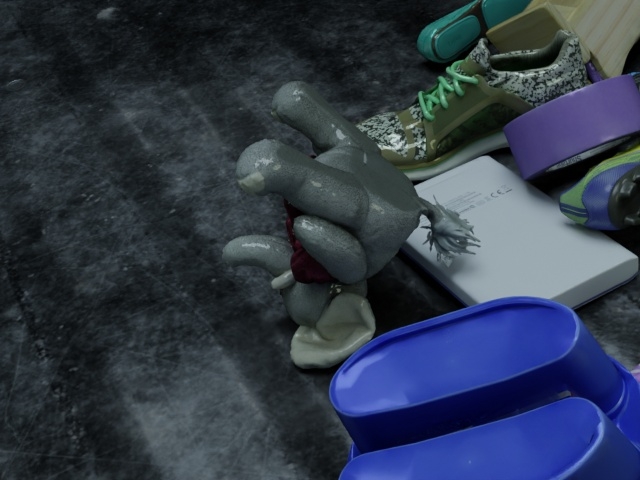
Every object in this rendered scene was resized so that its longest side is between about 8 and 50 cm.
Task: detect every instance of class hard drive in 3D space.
[{"bbox_3d":[0.238,-0.001,1.512,0.210,0.040,0.318,-24,38,-19],"label":"hard drive"}]

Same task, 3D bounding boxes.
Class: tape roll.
[{"bbox_3d":[0.353,-0.153,1.542,0.189,0.080,0.189,-22,-5,-2],"label":"tape roll"}]

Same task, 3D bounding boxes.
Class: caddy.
[{"bbox_3d":[0.170,0.210,1.164,0.341,0.179,0.241,-18,51,17],"label":"caddy"}]

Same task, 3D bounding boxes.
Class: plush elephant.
[{"bbox_3d":[0.000,0.000,1.436,0.330,0.255,0.272,31,29,-15],"label":"plush elephant"}]

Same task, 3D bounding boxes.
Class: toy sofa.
[{"bbox_3d":[0.451,-0.401,1.849,0.362,0.177,0.150,-52,19,-27],"label":"toy sofa"}]

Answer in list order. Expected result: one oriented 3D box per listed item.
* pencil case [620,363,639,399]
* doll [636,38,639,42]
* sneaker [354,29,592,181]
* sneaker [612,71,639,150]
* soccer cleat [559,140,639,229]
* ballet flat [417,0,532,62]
[{"bbox_3d":[0.406,0.145,1.245,0.206,0.088,0.086,-35,43,-24],"label":"pencil case"},{"bbox_3d":[0.537,-0.395,1.921,0.129,0.046,0.189,1,40,21],"label":"doll"},{"bbox_3d":[0.219,-0.223,1.693,0.410,0.182,0.158,-15,38,0],"label":"sneaker"},{"bbox_3d":[0.466,-0.196,1.674,0.078,0.067,0.188,11,41,38],"label":"sneaker"},{"bbox_3d":[0.427,-0.101,1.522,0.121,0.093,0.289,8,30,42],"label":"soccer cleat"},{"bbox_3d":[0.267,-0.386,1.973,0.247,0.083,0.087,-30,26,-22],"label":"ballet flat"}]
